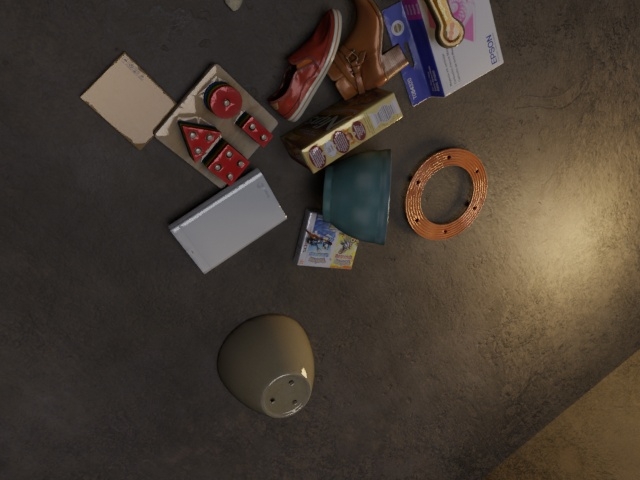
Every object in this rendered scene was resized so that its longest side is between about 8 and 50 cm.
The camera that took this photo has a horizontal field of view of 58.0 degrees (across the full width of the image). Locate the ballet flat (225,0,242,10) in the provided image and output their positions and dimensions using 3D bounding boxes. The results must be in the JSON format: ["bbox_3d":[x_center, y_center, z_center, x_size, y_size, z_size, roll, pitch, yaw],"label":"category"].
[{"bbox_3d":[-0.210,-0.681,1.491,0.057,0.052,0.168,6,109,-27],"label":"ballet flat"}]

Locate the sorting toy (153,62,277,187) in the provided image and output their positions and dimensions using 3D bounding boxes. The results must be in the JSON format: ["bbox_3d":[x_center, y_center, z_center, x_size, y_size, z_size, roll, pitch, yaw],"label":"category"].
[{"bbox_3d":[-0.273,-0.301,1.594,0.257,0.089,0.255,-49,127,2],"label":"sorting toy"}]

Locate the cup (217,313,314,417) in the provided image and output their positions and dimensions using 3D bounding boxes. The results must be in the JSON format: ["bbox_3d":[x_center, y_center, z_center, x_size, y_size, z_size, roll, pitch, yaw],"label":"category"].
[{"bbox_3d":[-0.151,0.442,1.901,0.331,0.237,0.331,-9,115,-20],"label":"cup"}]

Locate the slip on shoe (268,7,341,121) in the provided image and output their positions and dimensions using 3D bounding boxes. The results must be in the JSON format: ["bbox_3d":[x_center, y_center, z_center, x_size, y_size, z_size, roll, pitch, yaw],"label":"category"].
[{"bbox_3d":[-0.040,-0.497,1.617,0.101,0.123,0.331,23,106,-27],"label":"slip on shoe"}]

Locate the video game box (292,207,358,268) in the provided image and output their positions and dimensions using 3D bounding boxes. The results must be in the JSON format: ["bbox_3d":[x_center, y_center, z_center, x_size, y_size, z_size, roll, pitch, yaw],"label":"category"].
[{"bbox_3d":[0.028,-0.003,1.900,0.205,0.048,0.187,5,111,-26],"label":"video game box"}]

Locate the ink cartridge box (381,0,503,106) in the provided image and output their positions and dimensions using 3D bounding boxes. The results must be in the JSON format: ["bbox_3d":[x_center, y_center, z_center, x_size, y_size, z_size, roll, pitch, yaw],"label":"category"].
[{"bbox_3d":[0.386,-0.624,1.780,0.330,0.071,0.324,-33,122,-10],"label":"ink cartridge box"}]

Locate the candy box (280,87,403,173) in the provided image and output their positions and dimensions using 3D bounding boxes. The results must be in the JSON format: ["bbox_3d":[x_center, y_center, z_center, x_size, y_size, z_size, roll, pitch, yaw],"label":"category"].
[{"bbox_3d":[0.059,-0.332,1.689,0.316,0.183,0.087,-33,120,-8],"label":"candy box"}]

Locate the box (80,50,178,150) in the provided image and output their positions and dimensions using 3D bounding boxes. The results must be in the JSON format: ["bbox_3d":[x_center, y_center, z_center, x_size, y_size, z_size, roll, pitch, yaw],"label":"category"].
[{"bbox_3d":[-0.496,-0.363,1.519,0.164,0.021,0.201,-45,123,0],"label":"box"}]

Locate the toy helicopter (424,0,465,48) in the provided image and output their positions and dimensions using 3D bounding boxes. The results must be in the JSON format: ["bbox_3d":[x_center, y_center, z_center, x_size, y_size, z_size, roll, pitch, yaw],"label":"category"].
[{"bbox_3d":[0.323,-0.716,1.613,0.235,0.140,0.355,-29,107,-1],"label":"toy helicopter"}]

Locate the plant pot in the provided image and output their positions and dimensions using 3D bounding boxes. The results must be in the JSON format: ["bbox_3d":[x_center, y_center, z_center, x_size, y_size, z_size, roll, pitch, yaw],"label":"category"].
[{"bbox_3d":[0.107,-0.137,1.764,0.196,0.293,0.293,4,112,3],"label":"plant pot"}]

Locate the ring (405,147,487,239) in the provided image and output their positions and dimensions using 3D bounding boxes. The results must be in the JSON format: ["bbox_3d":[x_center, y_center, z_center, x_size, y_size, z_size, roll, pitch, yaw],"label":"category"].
[{"bbox_3d":[0.439,-0.161,2.027,0.337,0.032,0.336,-9,116,-20],"label":"ring"}]

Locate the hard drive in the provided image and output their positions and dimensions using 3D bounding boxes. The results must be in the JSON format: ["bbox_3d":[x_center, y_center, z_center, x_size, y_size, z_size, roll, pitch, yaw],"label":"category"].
[{"bbox_3d":[-0.270,-0.055,1.726,0.307,0.040,0.203,-34,133,-7],"label":"hard drive"}]

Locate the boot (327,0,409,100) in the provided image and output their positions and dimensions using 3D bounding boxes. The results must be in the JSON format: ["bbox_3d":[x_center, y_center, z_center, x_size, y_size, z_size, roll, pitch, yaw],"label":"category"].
[{"bbox_3d":[0.096,-0.565,1.662,0.220,0.109,0.283,-28,105,16],"label":"boot"}]

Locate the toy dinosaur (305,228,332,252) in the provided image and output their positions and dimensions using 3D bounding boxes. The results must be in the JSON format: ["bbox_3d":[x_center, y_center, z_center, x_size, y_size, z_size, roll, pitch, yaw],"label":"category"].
[{"bbox_3d":[0.000,0.000,1.839,0.082,0.047,0.090,-18,108,-36],"label":"toy dinosaur"}]
